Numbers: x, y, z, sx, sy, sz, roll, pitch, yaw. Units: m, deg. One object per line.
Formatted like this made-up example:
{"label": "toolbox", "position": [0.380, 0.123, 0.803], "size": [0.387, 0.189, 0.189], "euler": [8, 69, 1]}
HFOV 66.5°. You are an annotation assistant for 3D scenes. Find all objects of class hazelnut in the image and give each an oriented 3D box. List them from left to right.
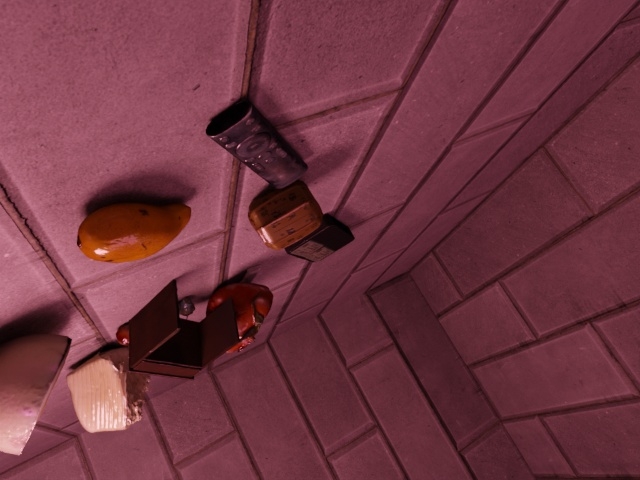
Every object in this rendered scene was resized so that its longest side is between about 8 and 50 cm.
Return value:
{"label": "hazelnut", "position": [-0.665, 0.326, 1.695], "size": [0.086, 0.086, 0.086], "euler": [-27, 164, -9]}

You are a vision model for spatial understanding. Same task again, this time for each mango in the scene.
{"label": "mango", "position": [-0.391, -0.018, 1.055], "size": [0.262, 0.109, 0.157], "euler": [-14, 154, -49]}

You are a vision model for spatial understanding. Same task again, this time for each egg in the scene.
{"label": "egg", "position": [-0.811, 0.384, 1.283], "size": [0.200, 0.337, 0.337], "euler": [22, 138, -23]}

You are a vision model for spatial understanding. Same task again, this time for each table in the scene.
{"label": "table", "position": [-0.459, 0.309, 1.638], "size": [0.282, 0.196, 0.250], "euler": [-38, 138, 27]}

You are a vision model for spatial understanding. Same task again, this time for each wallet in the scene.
{"label": "wallet", "position": [-0.272, 0.137, 1.897], "size": [0.061, 0.025, 0.122], "euler": [-27, 165, -36]}

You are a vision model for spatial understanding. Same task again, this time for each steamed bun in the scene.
{"label": "steamed bun", "position": [-0.769, 0.553, 1.842], "size": [0.273, 0.291, 0.272], "euler": [-14, 173, 11]}

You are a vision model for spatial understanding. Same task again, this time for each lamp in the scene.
{"label": "lamp", "position": [-0.095, -0.072, 1.338], "size": [0.185, 0.161, 0.161], "euler": [-33, 164, -3]}

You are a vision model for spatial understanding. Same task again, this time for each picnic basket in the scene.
{"label": "picnic basket", "position": [-0.495, 0.248, 1.773], "size": [0.083, 0.065, 0.083], "euler": [-14, 141, -57]}

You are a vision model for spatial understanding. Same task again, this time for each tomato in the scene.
{"label": "tomato", "position": [-0.338, 0.257, 1.836], "size": [0.308, 0.309, 0.170], "euler": [-35, 127, 16]}

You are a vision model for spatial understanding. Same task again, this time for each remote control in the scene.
{"label": "remote control", "position": [-0.125, -0.198, 1.097], "size": [0.107, 0.044, 0.377], "euler": [-36, 164, 6]}

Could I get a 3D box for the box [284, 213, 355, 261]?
{"label": "box", "position": [0.000, 0.000, 1.901], "size": [0.211, 0.058, 0.350], "euler": [-31, 164, 10]}
